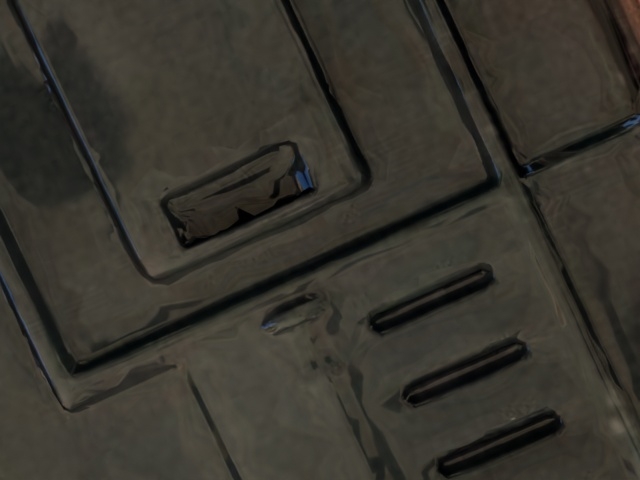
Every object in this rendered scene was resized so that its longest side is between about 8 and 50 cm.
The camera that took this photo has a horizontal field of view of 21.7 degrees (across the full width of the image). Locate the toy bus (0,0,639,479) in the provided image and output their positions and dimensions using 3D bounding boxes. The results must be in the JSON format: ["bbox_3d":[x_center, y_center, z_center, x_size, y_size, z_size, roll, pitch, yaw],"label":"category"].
[{"bbox_3d":[0.000,0.000,0.451,0.203,0.233,0.426,-24,-85,9],"label":"toy bus"}]
